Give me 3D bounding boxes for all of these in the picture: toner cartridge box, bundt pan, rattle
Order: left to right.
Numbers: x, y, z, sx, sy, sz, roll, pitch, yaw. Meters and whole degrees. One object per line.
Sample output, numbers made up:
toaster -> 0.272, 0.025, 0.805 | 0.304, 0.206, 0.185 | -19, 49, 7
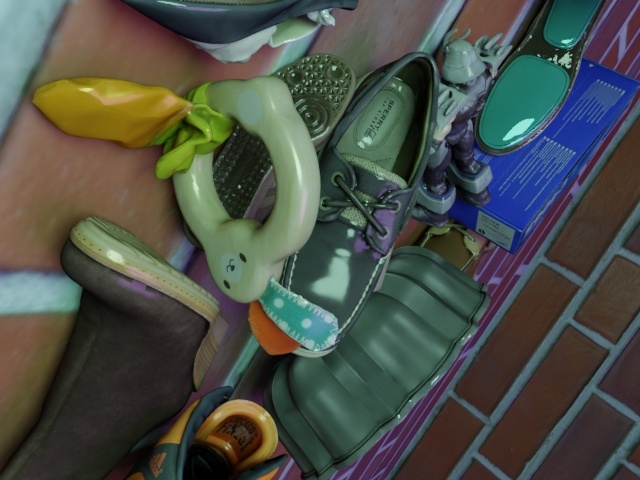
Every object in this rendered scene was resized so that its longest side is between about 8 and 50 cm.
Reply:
rattle -> -0.070, 0.001, 0.370 | 0.143, 0.130, 0.200 | -29, 118, -65
bundt pan -> 0.051, 0.133, 0.746 | 0.331, 0.124, 0.331 | -45, 178, -2
toner cartridge box -> 0.334, -0.154, 0.935 | 0.348, 0.165, 0.075 | -46, 156, -18

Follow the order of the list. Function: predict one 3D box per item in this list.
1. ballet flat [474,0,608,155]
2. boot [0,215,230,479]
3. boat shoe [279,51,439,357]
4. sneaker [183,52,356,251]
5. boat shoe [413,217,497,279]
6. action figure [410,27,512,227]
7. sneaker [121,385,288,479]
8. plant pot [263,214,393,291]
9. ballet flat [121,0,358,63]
ballet flat -> 0.333, -0.262, 0.879 | 0.316, 0.107, 0.106 | -58, 170, 9
boot -> -0.164, 0.109, 0.436 | 0.207, 0.090, 0.248 | -51, 160, -14
boat shoe -> 0.031, -0.043, 0.501 | 0.285, 0.103, 0.092 | -66, -170, -22
sneaker -> -0.043, -0.070, 0.488 | 0.188, 0.066, 0.071 | -50, 175, -4
boat shoe -> 0.237, -0.014, 1.015 | 0.324, 0.122, 0.120 | -42, 149, -46
action figure -> 0.153, -0.132, 0.721 | 0.185, 0.099, 0.285 | -39, 148, -18
sneaker -> -0.105, 0.229, 0.574 | 0.180, 0.124, 0.321 | -44, 175, -1
plant pot -> 0.000, 0.000, 0.598 | 0.096, 0.109, 0.109 | -24, 143, -31
ballet flat -> -0.037, -0.148, 0.368 | 0.203, 0.074, 0.074 | -37, 151, -40
